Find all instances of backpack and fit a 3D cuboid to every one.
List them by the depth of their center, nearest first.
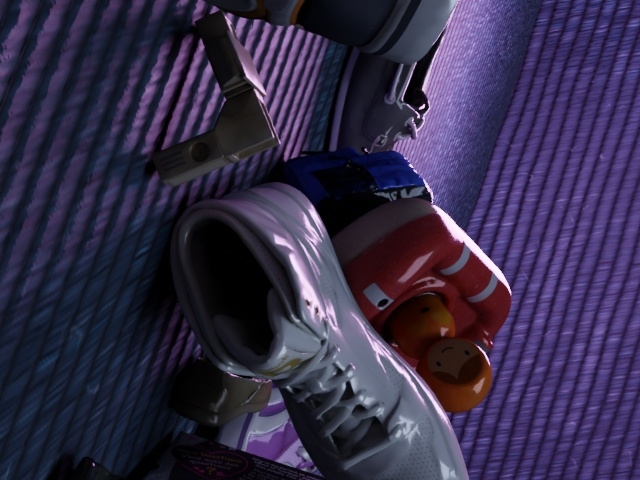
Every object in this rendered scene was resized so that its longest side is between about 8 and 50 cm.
[{"bbox_3d":[0.029,-0.032,1.176,0.098,0.120,0.101,102,-31,-41],"label":"backpack"}]

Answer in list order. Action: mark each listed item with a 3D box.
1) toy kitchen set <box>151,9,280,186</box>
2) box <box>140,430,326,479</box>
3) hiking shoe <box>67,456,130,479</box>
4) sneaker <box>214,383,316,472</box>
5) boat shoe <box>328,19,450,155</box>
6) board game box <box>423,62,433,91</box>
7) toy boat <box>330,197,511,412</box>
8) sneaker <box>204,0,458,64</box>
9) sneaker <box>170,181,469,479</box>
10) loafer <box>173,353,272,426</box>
[{"bbox_3d":[-0.075,-0.087,0.830,0.068,0.075,0.083,32,36,-82],"label":"toy kitchen set"},{"bbox_3d":[-0.081,0.295,1.052,0.142,0.163,0.247,-48,154,-72],"label":"box"},{"bbox_3d":[-0.120,0.240,0.896,0.227,0.114,0.086,97,15,-44],"label":"hiking shoe"},{"bbox_3d":[-0.006,0.171,1.220,0.102,0.161,0.282,113,2,-59],"label":"sneaker"},{"bbox_3d":[0.083,-0.177,1.310,0.112,0.095,0.335,-42,148,-70],"label":"boat shoe"},{"bbox_3d":[0.102,-0.202,1.552,0.154,0.026,0.103,-19,125,-77],"label":"board game box"},{"bbox_3d":[0.083,0.074,1.121,0.151,0.151,0.231,-40,143,8],"label":"toy boat"},{"bbox_3d":[-0.013,-0.184,0.793,0.321,0.127,0.126,-128,-121,-73],"label":"sneaker"},{"bbox_3d":[-0.008,0.098,0.957,0.108,0.292,0.169,-33,175,17],"label":"sneaker"},{"bbox_3d":[-0.068,0.108,1.106,0.148,0.056,0.050,-31,143,-74],"label":"loafer"}]
